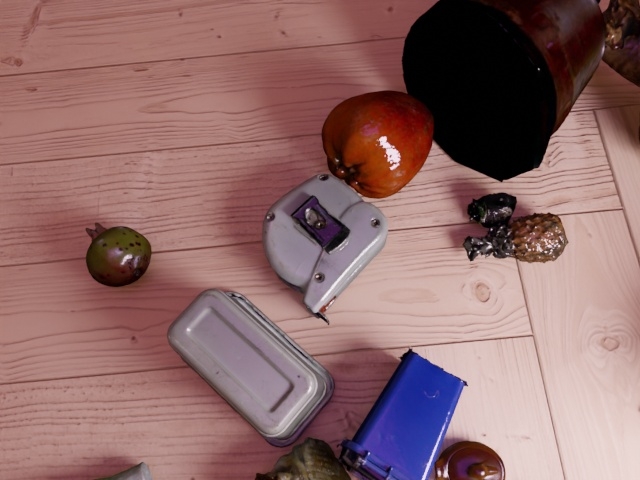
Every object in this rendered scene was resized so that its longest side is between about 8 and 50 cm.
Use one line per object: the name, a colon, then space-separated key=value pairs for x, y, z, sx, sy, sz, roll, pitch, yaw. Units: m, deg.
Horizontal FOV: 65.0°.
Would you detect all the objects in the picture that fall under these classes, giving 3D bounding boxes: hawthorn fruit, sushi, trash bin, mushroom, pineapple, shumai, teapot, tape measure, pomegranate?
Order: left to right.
pomegranate: x=-0.428 y=0.031 z=1.031 sx=0.159 sy=0.129 sz=0.129 roll=7 pitch=71 yaw=25
shumai: x=-0.030 y=0.457 z=0.872 sx=0.142 sy=0.184 sz=0.184 roll=-37 pitch=73 yaw=15
tape measure: x=0.001 y=0.001 z=1.020 sx=0.246 sy=0.125 sz=0.243 roll=40 pitch=78 yaw=13
hawthorn fruit: x=0.132 y=-0.215 z=1.047 sx=0.261 sy=0.224 sz=0.224 roll=-40 pitch=74 yaw=-22
trash bin: x=0.149 y=0.326 z=0.886 sx=0.163 sy=0.184 sz=0.234 roll=31 pitch=70 yaw=10
teapot: x=0.267 y=0.412 z=0.899 sx=0.129 sy=0.078 sz=0.098 roll=1 pitch=72 yaw=2
sushi: x=0.357 y=-0.064 z=1.051 sx=0.085 sy=0.083 sz=0.056 roll=-4 pitch=72 yaw=-1
pineapple: x=0.391 y=0.000 z=1.027 sx=0.198 sy=0.108 sz=0.108 roll=-7 pitch=71 yaw=10
mushroom: x=0.723 y=-0.311 z=1.024 sx=0.357 sy=0.334 sz=0.331 roll=7 pitch=51 yaw=31

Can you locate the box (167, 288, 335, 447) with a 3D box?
box: x=-0.133 y=0.223 z=0.922 sx=0.312 sy=0.182 sz=0.175 roll=39 pitch=77 yaw=14

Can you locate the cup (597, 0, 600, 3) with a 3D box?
cup: x=0.523 y=-0.608 z=1.179 sx=0.256 sy=0.178 sz=0.254 roll=27 pitch=76 yaw=8

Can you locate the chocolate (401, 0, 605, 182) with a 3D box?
chocolate: x=0.398 y=-0.366 z=1.024 sx=0.331 sy=0.383 sz=0.383 roll=-34 pitch=74 yaw=-16

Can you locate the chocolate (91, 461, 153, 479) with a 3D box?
chocolate: x=-0.442 y=0.491 z=0.891 sx=0.291 sy=0.110 sz=0.110 roll=-26 pitch=73 yaw=-9
